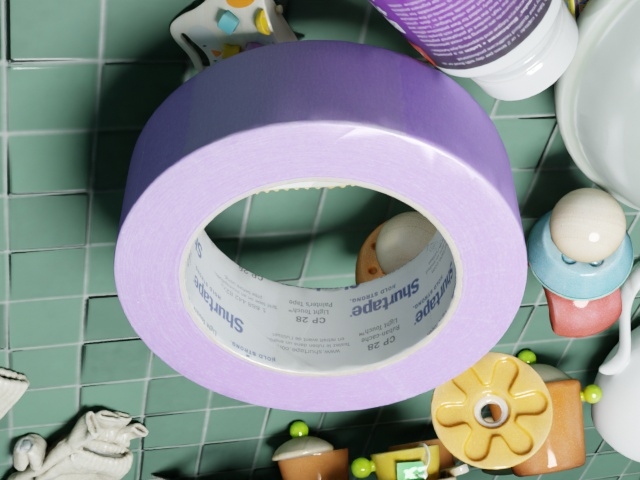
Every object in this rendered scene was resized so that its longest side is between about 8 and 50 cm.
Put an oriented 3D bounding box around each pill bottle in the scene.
[{"bbox_3d":[0.087,-0.171,0.748,0.108,0.108,0.193,-34,138,19],"label":"pill bottle"}]

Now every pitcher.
[{"bbox_3d":[0.343,0.117,1.189,0.177,0.125,0.207,20,119,-18],"label":"pitcher"}]

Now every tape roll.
[{"bbox_3d":[0.000,0.000,0.815,0.274,0.090,0.275,0,134,0],"label":"tape roll"}]

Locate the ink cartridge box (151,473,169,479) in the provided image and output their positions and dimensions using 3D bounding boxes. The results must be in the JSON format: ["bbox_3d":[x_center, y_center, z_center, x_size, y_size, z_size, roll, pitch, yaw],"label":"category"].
[{"bbox_3d":[-0.048,0.306,1.228,0.181,0.056,0.224,3,163,44],"label":"ink cartridge box"}]

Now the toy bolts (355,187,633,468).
[{"bbox_3d":[0.160,0.052,0.966,0.228,0.218,0.158,-22,155,-5],"label":"toy bolts"}]

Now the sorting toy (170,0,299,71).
[{"bbox_3d":[-0.058,-0.136,0.796,0.075,0.045,0.083,-10,145,21],"label":"sorting toy"}]

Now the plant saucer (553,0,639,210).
[{"bbox_3d":[0.368,-0.089,0.820,0.400,0.101,0.400,1,147,1],"label":"plant saucer"}]

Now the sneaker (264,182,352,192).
[{"bbox_3d":[-0.011,-0.083,0.845,0.185,0.070,0.084,-12,146,-8],"label":"sneaker"}]

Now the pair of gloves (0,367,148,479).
[{"bbox_3d":[-0.296,0.206,1.101,0.204,0.042,0.240,-37,138,21],"label":"pair of gloves"}]

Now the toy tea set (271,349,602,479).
[{"bbox_3d":[0.118,0.194,1.219,0.336,0.124,0.200,-6,169,-19],"label":"toy tea set"}]

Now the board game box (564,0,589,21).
[{"bbox_3d":[0.223,-0.225,0.784,0.141,0.048,0.170,-17,142,3],"label":"board game box"}]
